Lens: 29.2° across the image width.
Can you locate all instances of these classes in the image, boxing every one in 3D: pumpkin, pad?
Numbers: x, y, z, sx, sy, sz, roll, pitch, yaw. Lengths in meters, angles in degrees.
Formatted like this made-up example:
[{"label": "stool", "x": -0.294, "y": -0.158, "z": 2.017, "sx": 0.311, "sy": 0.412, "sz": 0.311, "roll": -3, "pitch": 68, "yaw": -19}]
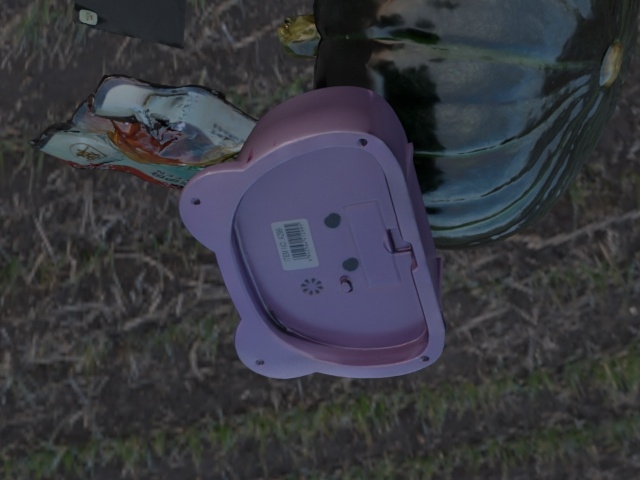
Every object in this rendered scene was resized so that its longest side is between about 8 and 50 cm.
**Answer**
[{"label": "pumpkin", "x": 0.075, "y": -0.120, "z": 0.722, "sx": 0.216, "sy": 0.250, "sz": 0.250, "roll": 1, "pitch": 129, "yaw": 16}, {"label": "pad", "x": -0.177, "y": -0.283, "z": 1.165, "sx": 0.116, "sy": 0.193, "sz": 0.004, "roll": 9, "pitch": 164, "yaw": -33}]

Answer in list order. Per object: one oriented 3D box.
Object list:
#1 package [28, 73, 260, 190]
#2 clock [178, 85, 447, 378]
[{"label": "package", "x": -0.118, "y": -0.069, "z": 0.928, "sx": 0.166, "sy": 0.040, "sz": 0.232, "roll": 15, "pitch": 165, "yaw": -25}, {"label": "clock", "x": 0.000, "y": 0.000, "z": 0.606, "sx": 0.110, "sy": 0.050, "sz": 0.153, "roll": -10, "pitch": 127, "yaw": 11}]
